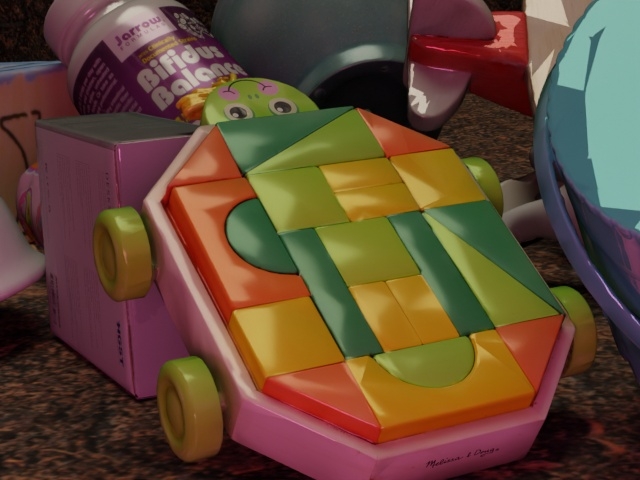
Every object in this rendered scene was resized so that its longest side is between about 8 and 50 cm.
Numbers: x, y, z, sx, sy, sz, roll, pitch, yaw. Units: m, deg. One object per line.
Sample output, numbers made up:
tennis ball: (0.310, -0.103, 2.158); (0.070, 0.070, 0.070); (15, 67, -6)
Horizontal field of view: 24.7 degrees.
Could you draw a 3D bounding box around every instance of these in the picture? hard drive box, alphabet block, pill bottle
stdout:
hard drive box: (-0.141, 0.001, 1.103); (0.089, 0.181, 0.232); (-8, 12, -23)
alphabet block: (-0.381, -0.105, 1.711); (0.193, 0.197, 0.192); (4, 13, 38)
pill bottle: (-0.169, -0.158, 1.593); (0.169, 0.169, 0.301); (-16, 57, -47)

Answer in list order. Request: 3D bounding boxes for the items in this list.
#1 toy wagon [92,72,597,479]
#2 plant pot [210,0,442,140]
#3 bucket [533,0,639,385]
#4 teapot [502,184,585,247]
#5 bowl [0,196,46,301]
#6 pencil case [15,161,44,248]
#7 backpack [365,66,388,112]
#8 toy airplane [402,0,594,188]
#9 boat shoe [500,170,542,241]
toy wagon: (0.000, 0.000, 0.896); (0.267, 0.068, 0.344); (-9, 50, -26)
plant pot: (0.035, -0.189, 1.662); (0.293, 0.293, 0.196); (-6, 43, -11)
bucket: (0.258, -0.036, 0.784); (0.281, 0.183, 0.281); (-15, 48, 17)
teapot: (0.307, -0.090, 1.227); (0.256, 0.252, 0.187); (7, 11, -16)
bowl: (-0.383, 0.001, 1.199); (0.298, 0.134, 0.298); (-13, 11, 3)
pencil case: (-0.207, -0.021, 1.436); (0.124, 0.124, 0.284); (-10, 13, -27)
backpack: (-0.005, -0.172, 1.985); (0.253, 0.191, 0.225); (-13, 14, -17)
toy airplane: (0.269, -0.198, 1.458); (0.384, 0.386, 0.272); (-30, -14, -38)
boat shoe: (0.189, -0.033, 1.483); (0.063, 0.066, 0.184); (-23, 8, 29)
